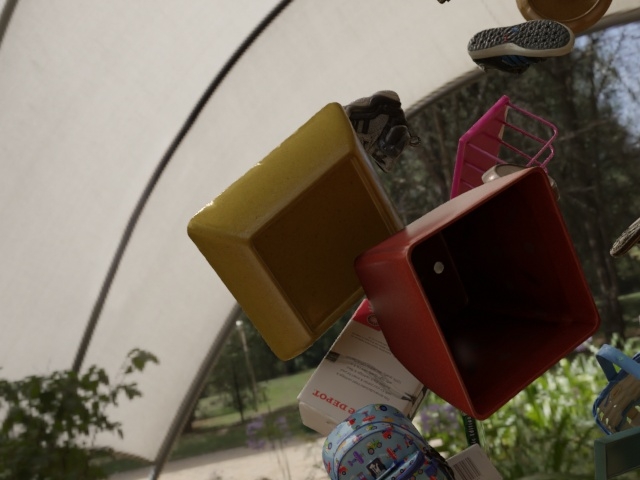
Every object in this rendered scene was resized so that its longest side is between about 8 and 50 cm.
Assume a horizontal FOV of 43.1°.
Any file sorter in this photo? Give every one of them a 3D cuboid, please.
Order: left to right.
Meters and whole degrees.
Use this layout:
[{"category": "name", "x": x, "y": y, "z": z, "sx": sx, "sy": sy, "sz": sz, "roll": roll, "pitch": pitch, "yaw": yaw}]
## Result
[{"category": "file sorter", "x": 0.470, "y": -0.173, "z": 2.076, "sx": 0.202, "sy": 0.182, "sz": 0.291, "roll": -43, "pitch": -27, "yaw": -27}]

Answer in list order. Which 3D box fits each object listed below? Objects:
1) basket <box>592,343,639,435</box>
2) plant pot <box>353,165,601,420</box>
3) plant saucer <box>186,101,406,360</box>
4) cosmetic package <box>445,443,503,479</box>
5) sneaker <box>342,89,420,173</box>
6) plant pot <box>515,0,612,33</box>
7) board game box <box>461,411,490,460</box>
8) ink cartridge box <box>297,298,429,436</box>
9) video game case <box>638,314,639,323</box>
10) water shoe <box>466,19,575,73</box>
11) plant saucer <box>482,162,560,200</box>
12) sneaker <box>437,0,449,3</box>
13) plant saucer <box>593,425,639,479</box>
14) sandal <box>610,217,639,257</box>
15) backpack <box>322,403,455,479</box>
[{"category": "basket", "x": 0.601, "y": 0.301, "z": 1.381, "sx": 0.201, "sy": 0.255, "sz": 0.289, "roll": -45, "pitch": -40, "yaw": -9}, {"category": "plant pot", "x": 0.207, "y": 0.068, "z": 1.213, "sx": 0.267, "sy": 0.267, "sz": 0.236, "roll": -30, "pitch": 14, "yaw": -25}, {"category": "plant saucer", "x": 0.000, "y": 0.000, "z": 1.332, "sx": 0.333, "sy": 0.333, "sz": 0.081, "roll": -42, "pitch": 33, "yaw": -16}, {"category": "cosmetic package", "x": 0.218, "y": 0.453, "z": 1.412, "sx": 0.117, "sy": 0.085, "sz": 0.231, "roll": -21, "pitch": -31, "yaw": -23}, {"category": "sneaker", "x": 0.081, "y": -0.202, "z": 1.670, "sx": 0.268, "sy": 0.153, "sz": 0.101, "roll": -26, "pitch": -15, "yaw": -20}, {"category": "plant pot", "x": 0.586, "y": -0.613, "z": 1.944, "sx": 0.236, "sy": 0.236, "sz": 0.032, "roll": -13, "pitch": -2, "yaw": 14}, {"category": "board game box", "x": 0.315, "y": 0.424, "z": 1.602, "sx": 0.030, "sy": 0.260, "sz": 0.136, "roll": -14, "pitch": -15, "yaw": 16}, {"category": "ink cartridge box", "x": 0.094, "y": 0.244, "z": 1.410, "sx": 0.172, "sy": 0.237, "sz": 0.100, "roll": 23, "pitch": -33, "yaw": 22}, {"category": "video game case", "x": 0.534, "y": 0.153, "z": 1.062, "sx": 0.196, "sy": 0.026, "sz": 0.274, "roll": -10, "pitch": 19, "yaw": 19}, {"category": "water shoe", "x": 0.361, "y": -0.338, "z": 1.435, "sx": 0.203, "sy": 0.073, "sz": 0.080, "roll": 11, "pitch": -22, "yaw": 41}, {"category": "plant saucer", "x": 0.430, "y": -0.126, "z": 1.724, "sx": 0.168, "sy": 0.029, "sz": 0.168, "roll": 8, "pitch": 27, "yaw": -4}, {"category": "sneaker", "x": 0.232, "y": -0.447, "z": 1.413, "sx": 0.065, "sy": 0.076, "sz": 0.166, "roll": 19, "pitch": 11, "yaw": -27}, {"category": "plant saucer", "x": 0.482, "y": 0.335, "z": 1.278, "sx": 0.018, "sy": 0.067, "sz": 0.192, "roll": -6, "pitch": -7, "yaw": 45}, {"category": "sandal", "x": 0.598, "y": -0.035, "z": 1.393, "sx": 0.219, "sy": 0.060, "sz": 0.090, "roll": -36, "pitch": -8, "yaw": -2}, {"category": "backpack", "x": 0.093, "y": 0.332, "z": 1.165, "sx": 0.158, "sy": 0.173, "sz": 0.117, "roll": -37, "pitch": 9, "yaw": 1}]
